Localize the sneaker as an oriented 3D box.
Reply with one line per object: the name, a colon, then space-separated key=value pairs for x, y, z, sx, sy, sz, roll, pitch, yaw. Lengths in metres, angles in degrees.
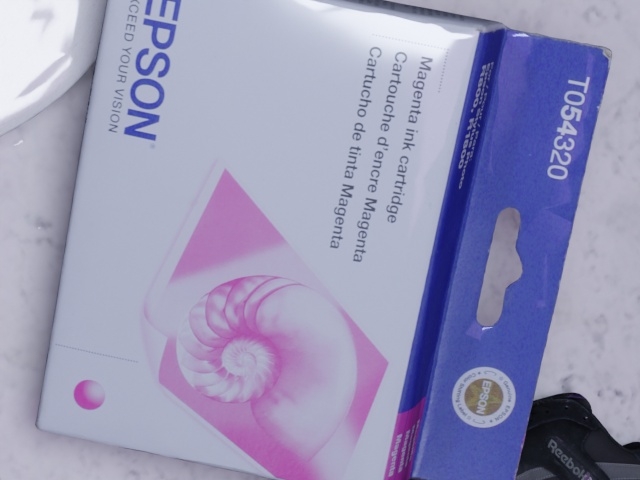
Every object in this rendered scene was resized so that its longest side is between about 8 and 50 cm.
sneaker: x=0.139 y=0.163 z=1.471 sx=0.283 sy=0.107 sz=0.124 roll=21 pitch=77 yaw=-24

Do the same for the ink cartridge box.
ink cartridge box: x=0.000 y=0.000 z=1.310 sx=0.330 sy=0.071 sz=0.324 roll=11 pitch=103 yaw=1

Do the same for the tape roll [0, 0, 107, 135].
tape roll: x=-0.300 y=-0.239 z=1.292 sx=0.392 sy=0.072 sz=0.392 roll=-2 pitch=97 yaw=-17
